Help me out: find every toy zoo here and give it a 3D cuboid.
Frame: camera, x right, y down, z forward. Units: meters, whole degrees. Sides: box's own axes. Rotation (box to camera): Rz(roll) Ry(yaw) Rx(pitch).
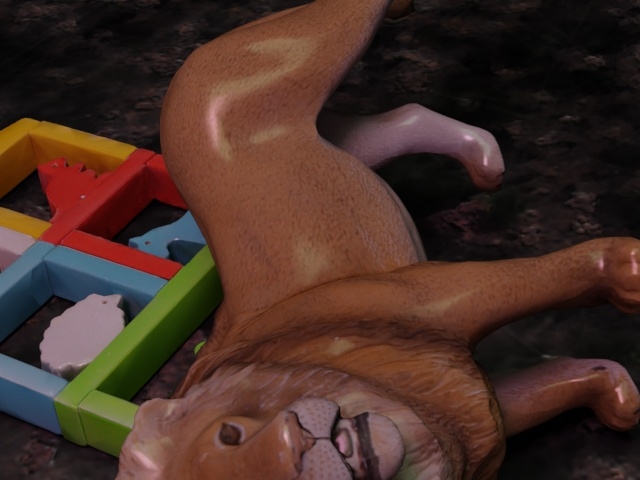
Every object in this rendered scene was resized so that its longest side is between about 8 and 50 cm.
[{"bbox_3d":[-0.144,0.012,0.704,0.293,0.030,0.192,17,43,26],"label":"toy zoo"}]

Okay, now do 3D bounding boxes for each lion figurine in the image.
[{"bbox_3d":[0.000,0.000,0.598,0.240,0.142,0.392,-11,42,-11],"label":"lion figurine"}]
